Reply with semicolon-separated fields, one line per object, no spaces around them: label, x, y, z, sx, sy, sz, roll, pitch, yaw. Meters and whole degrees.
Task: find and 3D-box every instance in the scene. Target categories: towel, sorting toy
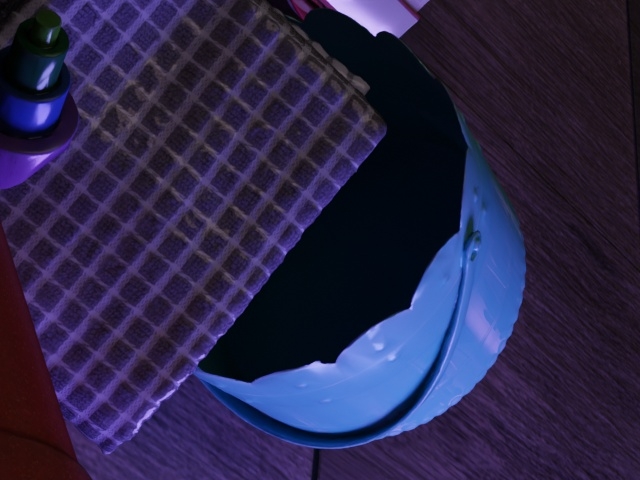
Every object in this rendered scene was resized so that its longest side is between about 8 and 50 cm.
towel;-0.122;-0.050;1.187;0.235;0.284;0.121;41;-7;-11
sorting toy;-0.281;-0.165;1.038;0.365;0.126;0.127;30;46;1

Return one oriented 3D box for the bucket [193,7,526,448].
bucket;0.000;0.000;1.354;0.183;0.281;0.281;44;34;-56

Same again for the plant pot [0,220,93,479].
plant pot;-0.240;0.089;0.963;0.272;0.272;0.265;22;43;-49

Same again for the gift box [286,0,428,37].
gift box;0.023;-0.329;1.635;0.255;0.258;0.276;43;12;-25
